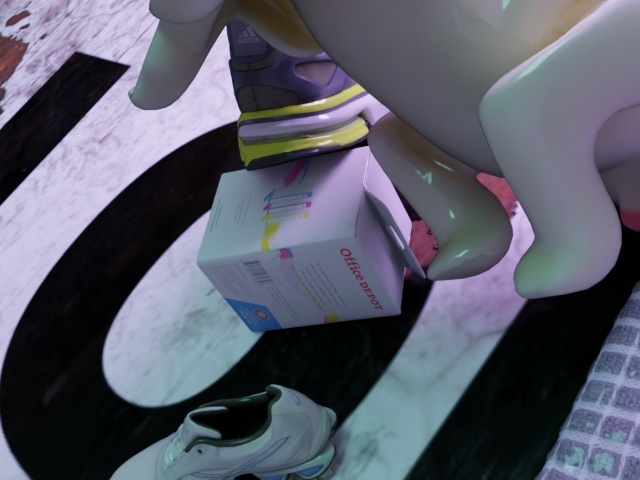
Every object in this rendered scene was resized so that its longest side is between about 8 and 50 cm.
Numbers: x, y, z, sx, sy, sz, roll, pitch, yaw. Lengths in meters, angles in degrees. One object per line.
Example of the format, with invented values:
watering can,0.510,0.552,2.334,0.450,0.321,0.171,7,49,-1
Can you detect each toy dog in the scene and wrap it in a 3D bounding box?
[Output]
toy dog,0.137,-0.150,0.600,0.395,0.408,0.284,-68,11,-18

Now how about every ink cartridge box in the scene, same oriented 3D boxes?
ink cartridge box,0.000,0.000,0.740,0.143,0.092,0.089,-9,48,23

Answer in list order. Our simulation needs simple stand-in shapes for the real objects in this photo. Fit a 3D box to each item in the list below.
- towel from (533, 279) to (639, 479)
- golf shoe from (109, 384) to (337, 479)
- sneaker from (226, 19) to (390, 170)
towel,0.226,0.141,0.455,0.284,0.121,0.235,11,58,38
golf shoe,-0.079,0.136,0.671,0.176,0.086,0.069,-23,46,14
sneaker,0.024,-0.160,0.800,0.111,0.121,0.300,-3,23,28
